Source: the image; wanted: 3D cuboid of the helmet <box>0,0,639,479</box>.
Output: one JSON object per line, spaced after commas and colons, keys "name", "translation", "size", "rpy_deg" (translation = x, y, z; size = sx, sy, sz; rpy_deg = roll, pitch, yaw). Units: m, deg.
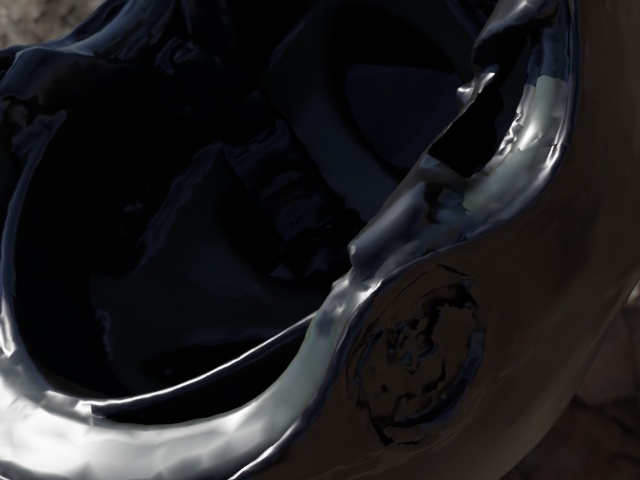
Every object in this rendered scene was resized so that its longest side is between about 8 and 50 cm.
{"name": "helmet", "translation": [0.000, 0.000, 0.634], "size": [0.225, 0.177, 0.305], "rpy_deg": [31, 81, 42]}
